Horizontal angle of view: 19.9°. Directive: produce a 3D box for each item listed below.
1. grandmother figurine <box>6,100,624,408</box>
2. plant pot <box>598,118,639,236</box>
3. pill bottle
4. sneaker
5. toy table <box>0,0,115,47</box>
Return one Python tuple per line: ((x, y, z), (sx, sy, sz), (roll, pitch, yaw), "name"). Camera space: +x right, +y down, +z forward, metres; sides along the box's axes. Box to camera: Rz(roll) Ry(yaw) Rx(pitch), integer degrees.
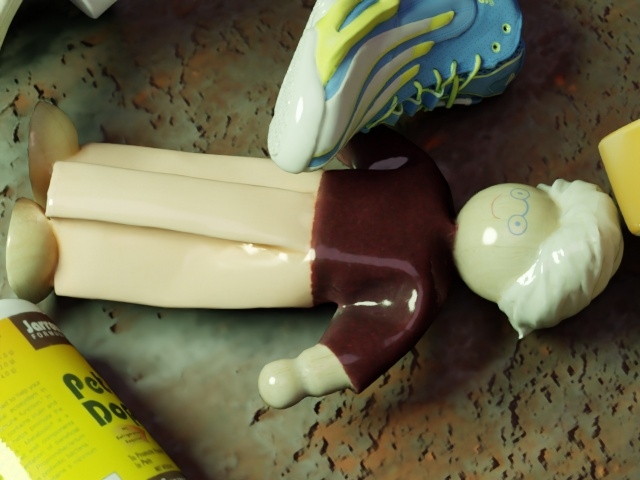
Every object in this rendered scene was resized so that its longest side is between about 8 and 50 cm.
((0.000, 0.000, 1.043), (0.342, 0.104, 0.208), (3, 68, 4), "grandmother figurine")
((0.278, 0.002, 0.994), (0.205, 0.205, 0.188), (-17, 85, -4), "plant pot")
((-0.163, 0.114, 0.997), (0.117, 0.117, 0.215), (-40, 74, -12), "pill bottle")
((0.056, -0.111, 1.059), (0.126, 0.091, 0.240), (24, 47, -1), "sneaker")
((-0.225, -0.161, 1.024), (0.161, 0.274, 0.252), (-42, 70, -5), "toy table")
